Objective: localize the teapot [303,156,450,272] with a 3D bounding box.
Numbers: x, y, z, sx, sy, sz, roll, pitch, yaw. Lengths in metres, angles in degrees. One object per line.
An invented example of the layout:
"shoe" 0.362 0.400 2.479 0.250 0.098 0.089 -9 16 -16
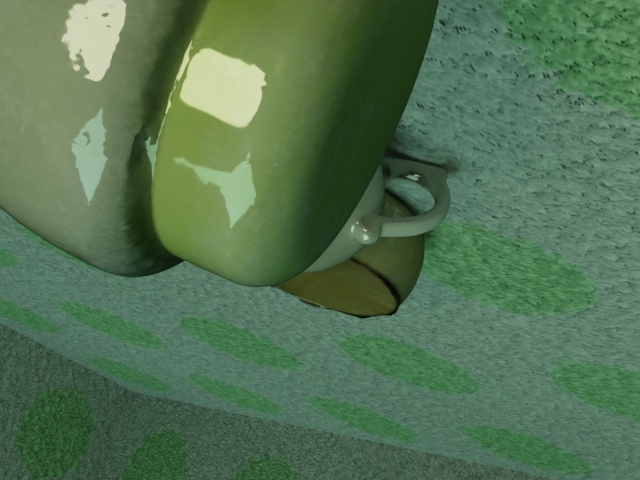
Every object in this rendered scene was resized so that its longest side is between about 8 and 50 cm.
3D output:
"teapot" -0.015 -0.061 1.151 0.299 0.166 0.208 13 120 2

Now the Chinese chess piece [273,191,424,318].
"Chinese chess piece" 0.000 0.000 1.354 0.257 0.104 0.257 18 161 6

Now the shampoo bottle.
"shampoo bottle" -0.103 -0.142 0.726 0.317 0.322 0.322 28 163 10
